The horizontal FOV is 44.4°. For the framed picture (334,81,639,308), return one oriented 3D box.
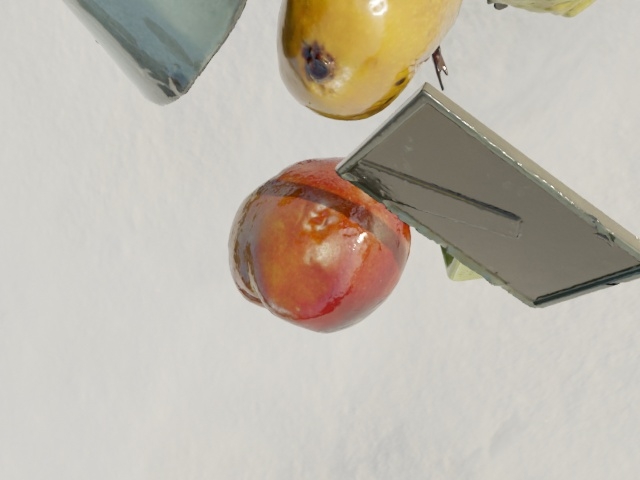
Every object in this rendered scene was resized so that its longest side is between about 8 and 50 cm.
[{"bbox_3d":[0.163,-0.026,0.772,0.281,0.019,0.209,35,155,-11],"label":"framed picture"}]

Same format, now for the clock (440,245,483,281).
[{"bbox_3d":[0.260,-0.018,1.171,0.202,0.144,0.096,92,167,-65],"label":"clock"}]

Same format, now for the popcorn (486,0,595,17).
[{"bbox_3d":[0.241,-0.391,0.929,0.286,0.252,0.215,38,123,-21],"label":"popcorn"}]

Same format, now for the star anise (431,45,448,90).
[{"bbox_3d":[0.144,-0.304,1.091,0.158,0.140,0.144,-2,131,30],"label":"star anise"}]

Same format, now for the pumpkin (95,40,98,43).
[{"bbox_3d":[-0.303,-0.292,1.223,0.035,0.073,0.101,-51,48,2],"label":"pumpkin"}]

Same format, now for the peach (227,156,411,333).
[{"bbox_3d":[0.000,0.000,1.018,0.244,0.199,0.243,-7,68,17],"label":"peach"}]

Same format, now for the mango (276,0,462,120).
[{"bbox_3d":[0.049,-0.190,0.640,0.120,0.295,0.177,30,120,2],"label":"mango"}]

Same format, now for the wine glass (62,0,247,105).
[{"bbox_3d":[-0.246,-0.262,0.462,0.267,0.406,0.267,-29,54,51],"label":"wine glass"}]
